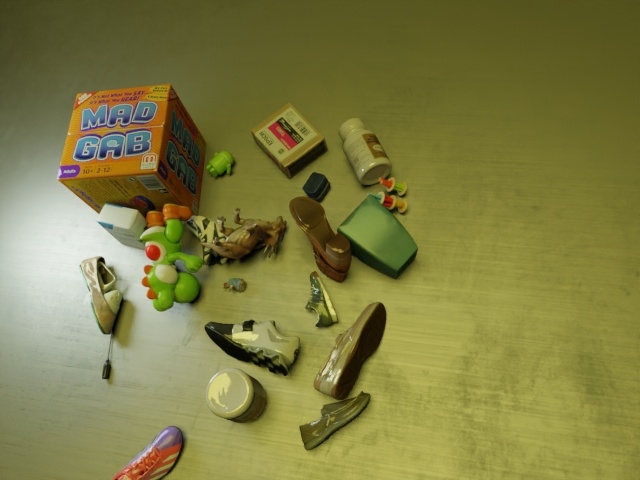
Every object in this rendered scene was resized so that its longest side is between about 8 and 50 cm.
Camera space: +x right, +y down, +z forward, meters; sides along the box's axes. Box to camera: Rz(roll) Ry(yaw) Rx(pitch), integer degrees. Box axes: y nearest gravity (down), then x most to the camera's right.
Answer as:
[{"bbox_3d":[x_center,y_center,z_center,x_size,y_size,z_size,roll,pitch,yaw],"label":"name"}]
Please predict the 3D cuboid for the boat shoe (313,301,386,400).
[{"bbox_3d":[0.093,0.326,1.682,0.110,0.122,0.341,9,52,40],"label":"boat shoe"}]

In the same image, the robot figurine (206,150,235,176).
[{"bbox_3d":[-0.383,-0.298,2.076,0.115,0.067,0.101,-45,58,-11],"label":"robot figurine"}]

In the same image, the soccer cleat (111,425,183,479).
[{"bbox_3d":[-0.545,0.701,1.635,0.108,0.116,0.318,37,78,23],"label":"soccer cleat"}]

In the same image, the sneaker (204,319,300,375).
[{"bbox_3d":[-0.217,0.317,1.760,0.330,0.123,0.146,18,53,18],"label":"sneaker"}]

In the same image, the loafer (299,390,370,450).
[{"bbox_3d":[0.039,0.524,1.619,0.251,0.094,0.087,-35,69,-6],"label":"loafer"}]

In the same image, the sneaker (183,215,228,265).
[{"bbox_3d":[-0.412,0.012,1.928,0.234,0.094,0.153,23,63,8],"label":"sneaker"}]

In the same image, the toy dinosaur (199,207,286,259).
[{"bbox_3d":[-0.257,0.002,1.853,0.295,0.200,0.127,-27,47,3],"label":"toy dinosaur"}]

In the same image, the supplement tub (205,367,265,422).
[{"bbox_3d":[-0.250,0.474,1.636,0.144,0.200,0.145,-4,65,9],"label":"supplement tub"}]

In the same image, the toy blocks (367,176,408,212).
[{"bbox_3d":[0.228,-0.168,1.871,0.148,0.054,0.123,14,63,-27],"label":"toy blocks"}]

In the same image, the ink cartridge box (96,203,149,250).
[{"bbox_3d":[-0.692,-0.044,1.952,0.139,0.191,0.082,12,68,15],"label":"ink cartridge box"}]

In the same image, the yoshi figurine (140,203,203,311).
[{"bbox_3d":[-0.506,0.071,1.881,0.202,0.203,0.363,-2,72,-6],"label":"yoshi figurine"}]

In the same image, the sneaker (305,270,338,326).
[{"bbox_3d":[-0.015,0.198,1.789,0.086,0.064,0.192,-23,67,-6],"label":"sneaker"}]

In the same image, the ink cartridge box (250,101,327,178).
[{"bbox_3d":[-0.119,-0.383,2.056,0.193,0.088,0.235,-38,66,-9],"label":"ink cartridge box"}]

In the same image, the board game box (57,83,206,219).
[{"bbox_3d":[-0.662,-0.299,1.968,0.355,0.357,0.357,-3,66,8],"label":"board game box"}]

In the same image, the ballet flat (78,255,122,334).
[{"bbox_3d":[-0.769,0.181,1.918,0.106,0.108,0.316,-26,65,-10],"label":"ballet flat"}]

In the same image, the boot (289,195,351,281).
[{"bbox_3d":[0.000,0.000,1.793,0.283,0.220,0.109,41,67,21],"label":"boot"}]

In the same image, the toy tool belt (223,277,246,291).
[{"bbox_3d":[-0.303,0.150,1.871,0.083,0.051,0.052,2,67,12],"label":"toy tool belt"}]

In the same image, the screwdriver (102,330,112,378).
[{"bbox_3d":[-0.731,0.395,1.864,0.024,0.025,0.170,-7,57,8],"label":"screwdriver"}]

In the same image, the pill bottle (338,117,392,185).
[{"bbox_3d":[0.155,-0.326,1.955,0.131,0.131,0.229,-24,64,-1],"label":"pill bottle"}]

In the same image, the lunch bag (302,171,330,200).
[{"bbox_3d":[-0.011,-0.197,1.966,0.067,0.065,0.098,23,73,35],"label":"lunch bag"}]

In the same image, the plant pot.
[{"bbox_3d":[0.199,0.002,1.788,0.234,0.166,0.165,40,79,17],"label":"plant pot"}]
